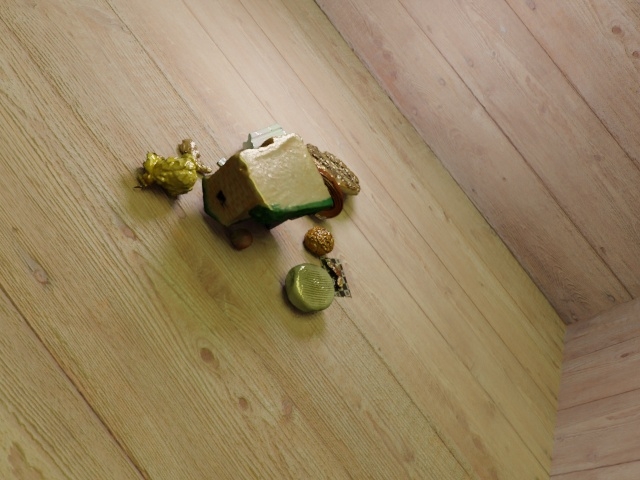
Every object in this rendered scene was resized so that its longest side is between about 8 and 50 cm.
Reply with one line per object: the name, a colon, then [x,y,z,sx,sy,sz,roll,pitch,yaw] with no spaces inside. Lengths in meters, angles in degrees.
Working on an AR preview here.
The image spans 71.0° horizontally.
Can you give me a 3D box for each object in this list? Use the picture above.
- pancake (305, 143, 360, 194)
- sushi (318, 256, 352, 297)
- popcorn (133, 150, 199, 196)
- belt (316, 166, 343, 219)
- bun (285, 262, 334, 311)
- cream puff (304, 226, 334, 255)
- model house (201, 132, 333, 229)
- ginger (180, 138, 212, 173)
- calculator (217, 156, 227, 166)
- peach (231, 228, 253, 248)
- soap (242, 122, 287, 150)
pancake: [0.061,-0.362,2.296,0.382,0.071,0.382,36,22,-17]
sushi: [0.076,0.158,1.993,0.139,0.031,0.201,8,55,-43]
popcorn: [-0.534,-0.239,1.585,0.195,0.168,0.173,17,86,-23]
belt: [-0.007,-0.221,2.085,0.261,0.184,0.105,52,14,-15]
bun: [-0.051,0.190,1.778,0.221,0.108,0.221,24,53,-36]
cream puff: [0.002,0.000,1.985,0.144,0.103,0.126,44,37,-20]
model house: [-0.227,-0.181,1.722,0.382,0.342,0.335,-23,86,-49]
ginger: [-0.502,-0.332,1.788,0.069,0.051,0.173,-29,87,-46]
calculator: [-0.364,-0.287,1.915,0.172,0.018,0.057,41,37,-11]
peach: [-0.297,-0.005,1.704,0.083,0.083,0.083,27,44,-29]
soap: [-0.238,-0.417,2.043,0.173,0.095,0.289,49,37,-1]
